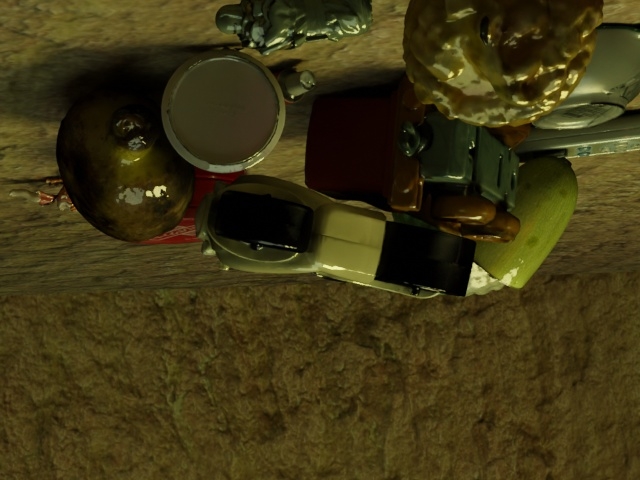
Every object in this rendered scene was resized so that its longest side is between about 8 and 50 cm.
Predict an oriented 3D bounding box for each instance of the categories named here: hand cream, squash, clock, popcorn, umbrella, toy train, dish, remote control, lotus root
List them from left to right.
[{"bbox_3d":[-0.223,-0.087,1.426,0.141,0.169,0.314,-35,172,-12],"label":"lotus root"},{"bbox_3d":[-0.191,-0.069,1.692,0.193,0.125,0.193,-4,172,0],"label":"hand cream"},{"bbox_3d":[-0.079,-0.165,1.445,0.052,0.038,0.216,34,155,-29],"label":"hand cream"},{"bbox_3d":[-0.023,-0.202,1.132,0.143,0.062,0.067,-4,143,-11],"label":"umbrella"},{"bbox_3d":[0.000,0.000,1.502,0.379,0.120,0.276,16,176,-35],"label":"clock"},{"bbox_3d":[0.125,-0.098,1.567,0.232,0.163,0.369,6,175,22],"label":"toy train"},{"bbox_3d":[0.159,-0.183,1.102,0.180,0.180,0.170,-4,-161,-1],"label":"popcorn"},{"bbox_3d":[0.288,-0.035,1.744,0.186,0.123,0.123,-52,156,12],"label":"squash"},{"bbox_3d":[0.291,-0.171,1.415,0.224,0.078,0.246,-11,169,31],"label":"dish"},{"bbox_3d":[0.374,-0.143,1.742,0.244,0.047,0.087,-6,174,10],"label":"remote control"}]

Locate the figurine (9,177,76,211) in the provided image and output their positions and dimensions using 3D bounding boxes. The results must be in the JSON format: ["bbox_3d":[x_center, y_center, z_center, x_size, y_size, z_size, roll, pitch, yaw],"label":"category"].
[{"bbox_3d":[-0.402,-0.069,1.855,0.109,0.047,0.064,5,178,-1],"label":"figurine"}]

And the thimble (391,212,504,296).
[{"bbox_3d":[0.220,-0.025,1.922,0.219,0.150,0.219,-6,-149,4],"label":"thimble"}]

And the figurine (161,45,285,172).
[{"bbox_3d":[-0.108,-0.136,1.360,0.132,0.132,0.154,-3,-179,-8],"label":"figurine"}]
